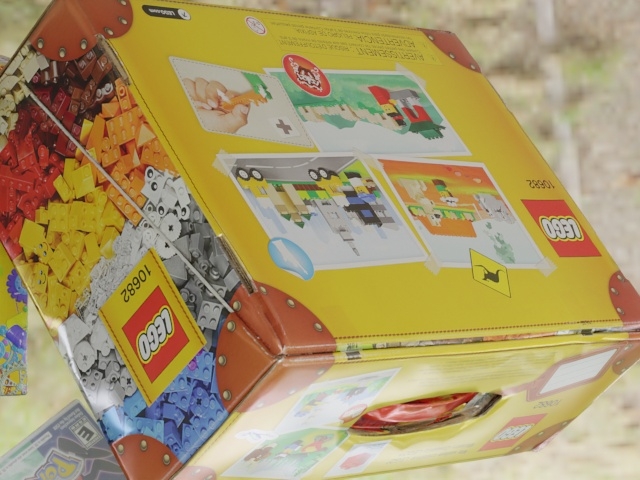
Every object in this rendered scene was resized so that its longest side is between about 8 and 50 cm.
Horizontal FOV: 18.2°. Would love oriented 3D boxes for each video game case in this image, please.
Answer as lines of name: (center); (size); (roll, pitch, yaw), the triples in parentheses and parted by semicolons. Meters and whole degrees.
video game case: (-0.236, 0.270, 1.767); (0.201, 0.183, 0.023); (-38, 174, -21)

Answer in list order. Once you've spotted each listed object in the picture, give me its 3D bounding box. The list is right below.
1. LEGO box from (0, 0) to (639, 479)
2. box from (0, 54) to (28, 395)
LEGO box: (0.000, 0.000, 1.687); (0.500, 0.372, 0.193); (0, 140, -48)
box: (-0.404, -0.018, 1.744); (0.279, 0.290, 0.177); (0, -171, -19)
